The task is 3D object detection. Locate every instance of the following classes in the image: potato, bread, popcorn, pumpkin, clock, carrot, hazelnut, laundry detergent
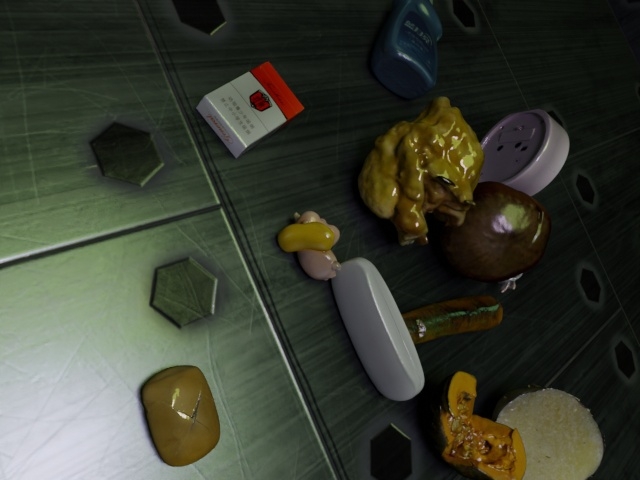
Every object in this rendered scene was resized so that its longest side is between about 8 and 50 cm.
[{"bbox_3d":[0.394,0.353,0.868,0.182,0.117,0.202,-27,90,3],"label":"potato"},{"bbox_3d":[-0.163,0.208,0.571,0.082,0.056,0.115,-11,80,-36],"label":"bread"},{"bbox_3d":[0.171,-0.118,0.839,0.190,0.191,0.253,17,73,-14],"label":"popcorn"},{"bbox_3d":[0.236,0.311,0.777,0.119,0.108,0.183,-31,84,-45],"label":"pumpkin"},{"bbox_3d":[0.426,-0.184,1.027,0.068,0.197,0.196,29,59,-25],"label":"clock"},{"bbox_3d":[0.233,0.145,0.861,0.260,0.070,0.070,-5,76,-34],"label":"carrot"},{"bbox_3d":[0.324,-0.022,0.918,0.208,0.208,0.208,12,67,-31],"label":"hazelnut"},{"bbox_3d":[0.201,-0.449,1.032,0.143,0.094,0.289,27,60,-20],"label":"laundry detergent"}]

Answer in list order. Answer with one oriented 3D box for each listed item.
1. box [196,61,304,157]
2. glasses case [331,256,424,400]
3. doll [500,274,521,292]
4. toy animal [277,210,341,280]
[{"bbox_3d":[-0.110,-0.214,0.769,0.100,0.048,0.152,53,51,-10],"label":"box"},{"bbox_3d":[0.087,0.138,0.746,0.059,0.092,0.233,-20,84,-42],"label":"glasses case"},{"bbox_3d":[0.388,0.053,1.001,0.084,0.073,0.127,43,45,-55],"label":"doll"},{"bbox_3d":[0.000,0.000,0.744,0.114,0.091,0.082,49,39,-8],"label":"toy animal"}]
